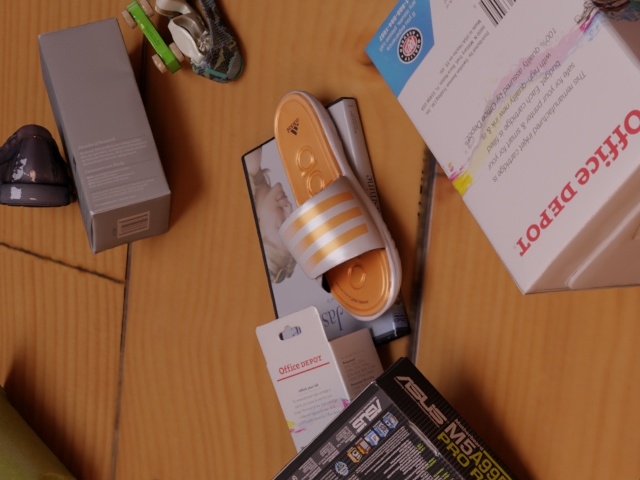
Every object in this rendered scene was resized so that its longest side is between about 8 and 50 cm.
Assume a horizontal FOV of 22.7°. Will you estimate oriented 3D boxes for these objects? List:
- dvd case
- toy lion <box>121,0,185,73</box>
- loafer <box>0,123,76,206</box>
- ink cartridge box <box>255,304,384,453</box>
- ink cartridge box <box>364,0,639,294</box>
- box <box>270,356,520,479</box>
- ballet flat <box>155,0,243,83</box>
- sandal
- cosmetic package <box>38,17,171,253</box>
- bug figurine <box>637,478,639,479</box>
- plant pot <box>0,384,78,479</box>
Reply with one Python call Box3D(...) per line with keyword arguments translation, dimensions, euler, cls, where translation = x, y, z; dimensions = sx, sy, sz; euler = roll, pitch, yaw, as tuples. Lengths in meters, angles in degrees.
Box3D(translation=(0.000, 0.000, 1.653), dimensions=(0.180, 0.022, 0.253), euler=(-26, 72, 46), cls="dvd case")
Box3D(translation=(-0.191, -0.234, 1.827), dimensions=(0.034, 0.096, 0.100), euler=(-34, 86, 0), cls="toy lion")
Box3D(translation=(-0.347, -0.088, 1.935), dimensions=(0.302, 0.109, 0.095), euler=(-171, 83, -77), cls="loafer")
Box3D(translation=(0.014, 0.154, 1.590), dimensions=(0.104, 0.061, 0.181), euler=(-23, 85, 46), cls="ink cartridge box")
Box3D(translation=(0.212, -0.121, 1.271), dimensions=(0.198, 0.197, 0.270), euler=(-53, 54, 35), cls="ink cartridge box")
Box3D(translation=(0.064, 0.268, 1.500), dimensions=(0.216, 0.060, 0.270), euler=(46, 129, 7), cls="box")
Box3D(translation=(-0.148, -0.254, 1.783), dimensions=(0.188, 0.070, 0.070), euler=(57, 130, 31), cls="ballet flat")
Box3D(translation=(-0.009, -0.033, 1.586), dimensions=(0.102, 0.076, 0.265), euler=(-47, 57, 39), cls="sandal")
Box3D(translation=(-0.251, -0.123, 1.849), dimensions=(0.127, 0.107, 0.238), euler=(104, 146, -66), cls="cosmetic package")
Box3D(translation=(0.322, 0.323, 1.238), dimensions=(0.279, 0.072, 0.216), euler=(60, 144, 36), cls="bug figurine")
Box3D(translation=(-0.443, 0.311, 2.020), dimensions=(0.254, 0.276, 0.276), euler=(32, 115, 32), cls="plant pot")
